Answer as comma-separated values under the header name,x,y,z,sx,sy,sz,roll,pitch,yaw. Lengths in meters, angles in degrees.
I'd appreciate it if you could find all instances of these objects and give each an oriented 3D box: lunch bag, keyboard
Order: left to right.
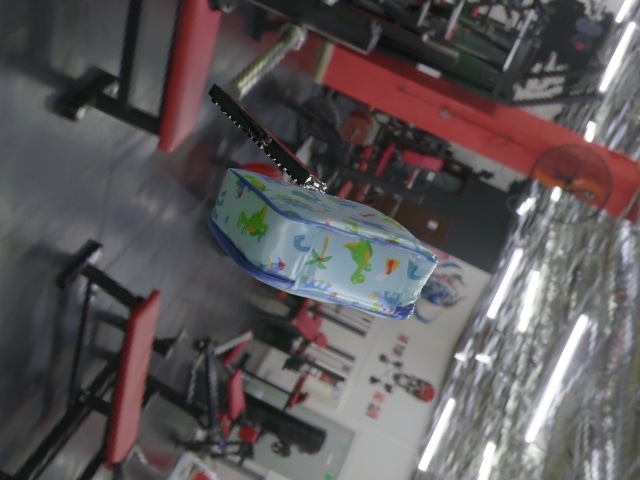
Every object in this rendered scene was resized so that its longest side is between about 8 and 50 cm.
name,x,y,z,sx,sy,sz,roll,pitch,yaw
keyboard,-0.070,-0.126,1.067,0.023,0.180,0.108,-48,160,5
lunch bag,0.000,0.000,0.912,0.176,0.218,0.090,42,-68,53
